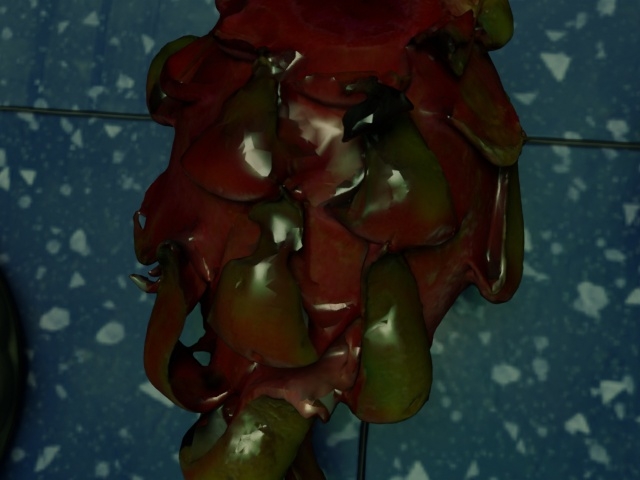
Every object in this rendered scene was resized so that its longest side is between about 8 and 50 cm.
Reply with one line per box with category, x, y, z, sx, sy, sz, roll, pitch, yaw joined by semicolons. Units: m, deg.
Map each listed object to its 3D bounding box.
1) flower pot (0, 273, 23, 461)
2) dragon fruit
flower pot;-0.358;0.085;0.435;0.307;0.244;0.308;-1;83;5
dragon fruit;-0.008;-0.012;0.431;0.227;0.243;0.307;18;62;44
